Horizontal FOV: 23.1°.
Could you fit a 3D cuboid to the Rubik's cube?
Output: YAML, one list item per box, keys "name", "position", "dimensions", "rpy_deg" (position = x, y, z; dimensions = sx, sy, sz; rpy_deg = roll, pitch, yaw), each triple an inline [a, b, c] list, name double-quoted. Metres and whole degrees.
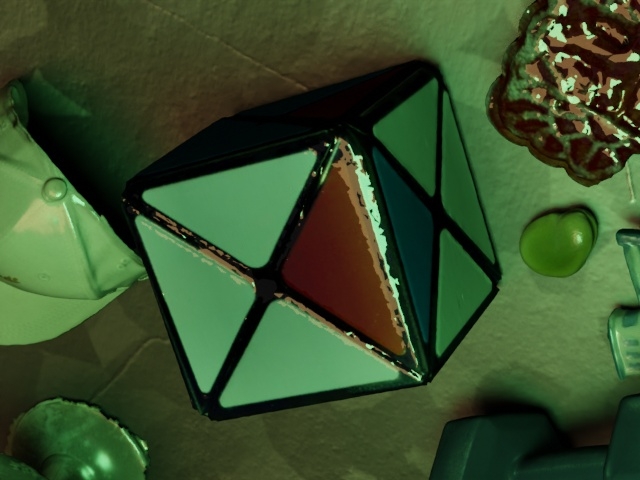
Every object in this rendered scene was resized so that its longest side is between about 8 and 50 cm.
- name: "Rubik's cube"
  position: [0.000, -0.001, 1.451]
  dimensions: [0.248, 0.246, 0.250]
  rpy_deg: [-11, 105, 27]

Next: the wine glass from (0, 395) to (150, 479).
- name: "wine glass"
  position: [-0.335, 0.321, 1.680]
  dimensions: [0.238, 0.323, 0.238]
  rpy_deg: [9, 111, 23]

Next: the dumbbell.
- name: "dumbbell"
  position: [0.245, 0.218, 1.430]
  dimensions: [0.325, 0.144, 0.160]
  rpy_deg: [-18, 105, 55]

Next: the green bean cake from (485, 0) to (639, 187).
- name: "green bean cake"
  position: [0.265, -0.158, 1.361]
  dimensions: [0.198, 0.097, 0.233]
  rpy_deg: [34, 119, 9]

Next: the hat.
- name: "hat"
  position: [-0.327, 0.003, 1.640]
  dimensions: [0.258, 0.168, 0.301]
  rpy_deg: [49, 120, 1]

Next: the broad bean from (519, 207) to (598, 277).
- name: "broad bean"
  position: [0.225, 0.003, 1.473]
  dimensions: [0.083, 0.045, 0.063]
  rpy_deg: [-33, 93, 38]

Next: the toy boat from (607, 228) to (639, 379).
- name: "toy boat"
  position: [0.309, 0.089, 1.444]
  dimensions: [0.102, 0.088, 0.215]
  rpy_deg: [-9, 107, 30]
